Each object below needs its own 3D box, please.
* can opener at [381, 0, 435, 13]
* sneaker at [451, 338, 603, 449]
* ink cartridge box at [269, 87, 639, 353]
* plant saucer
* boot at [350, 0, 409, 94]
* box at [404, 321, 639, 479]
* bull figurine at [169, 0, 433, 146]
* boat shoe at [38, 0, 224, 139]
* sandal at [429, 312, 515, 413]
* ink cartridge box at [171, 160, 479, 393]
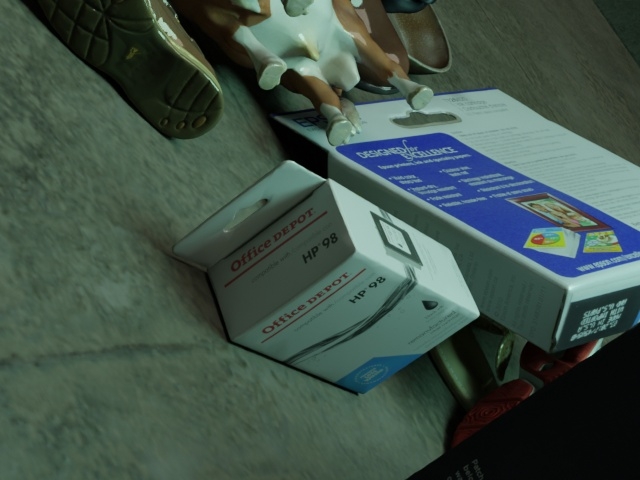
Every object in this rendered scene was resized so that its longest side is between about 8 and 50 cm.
[{"bbox_3d":[0.039,-0.290,1.477,0.186,0.073,0.059,42,30,-4],"label":"can opener"},{"bbox_3d":[0.179,0.160,1.144,0.221,0.087,0.128,-40,114,-49],"label":"sneaker"},{"bbox_3d":[0.160,-0.028,1.233,0.307,0.072,0.304,31,28,36],"label":"ink cartridge box"},{"bbox_3d":[0.022,-0.286,1.578,0.310,0.050,0.310,43,22,-23],"label":"plant saucer"},{"bbox_3d":[0.053,-0.298,1.316,0.096,0.280,0.264,-14,68,-46],"label":"boot"},{"bbox_3d":[0.254,0.189,0.932,0.343,0.312,0.179,27,33,-51],"label":"box"},{"bbox_3d":[-0.049,-0.176,1.129,0.310,0.101,0.188,23,22,-52],"label":"bull figurine"},{"bbox_3d":[-0.131,-0.145,1.014,0.178,0.064,0.060,50,15,-27],"label":"boat shoe"},{"bbox_3d":[0.121,0.038,1.223,0.088,0.079,0.240,28,32,-48],"label":"sandal"},{"bbox_3d":[0.005,0.028,0.957,0.180,0.104,0.060,27,34,-48],"label":"ink cartridge box"}]
